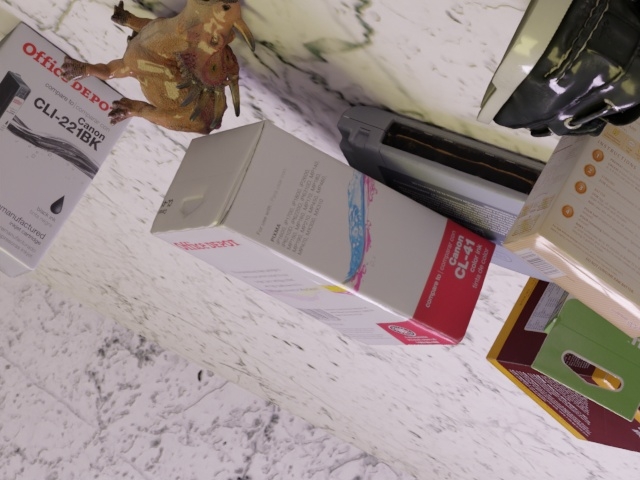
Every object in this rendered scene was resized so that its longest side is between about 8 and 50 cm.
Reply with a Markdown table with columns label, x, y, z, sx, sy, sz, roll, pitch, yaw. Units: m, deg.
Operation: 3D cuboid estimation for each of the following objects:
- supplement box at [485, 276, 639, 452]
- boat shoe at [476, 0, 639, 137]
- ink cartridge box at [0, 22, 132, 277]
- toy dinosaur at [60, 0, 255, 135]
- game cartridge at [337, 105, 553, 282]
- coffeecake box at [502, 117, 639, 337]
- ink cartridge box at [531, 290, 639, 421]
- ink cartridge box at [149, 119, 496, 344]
| label | x | y | z | sx | sy | sz | roll | pitch | yaw |
| --- | --- | --- | --- | --- | --- | --- | --- | --- | --- |
| supplement box | 0.337 | 0.143 | 1.688 | 0.191 | 0.129 | 0.194 | 41 | 161 | -29 |
| boat shoe | 0.194 | -0.128 | 1.089 | 0.113 | 0.127 | 0.340 | 28 | 177 | 4 |
| ink cartridge box | -0.400 | -0.118 | 1.949 | 0.197 | 0.273 | 0.114 | 36 | 159 | -18 |
| toy dinosaur | -0.149 | -0.175 | 1.637 | 0.200 | 0.127 | 0.295 | 18 | 166 | 16 |
| game cartridge | 0.170 | -0.040 | 1.586 | 0.297 | 0.062 | 0.198 | 22 | 165 | 27 |
| coffeecake box | 0.259 | -0.037 | 1.215 | 0.142 | 0.185 | 0.068 | 35 | 162 | -11 |
| ink cartridge box | 0.289 | 0.067 | 1.417 | 0.109 | 0.209 | 0.062 | 30 | 161 | 5 |
| ink cartridge box | 0.000 | 0.000 | 1.613 | 0.306 | 0.131 | 0.226 | 29 | 166 | -22 |
